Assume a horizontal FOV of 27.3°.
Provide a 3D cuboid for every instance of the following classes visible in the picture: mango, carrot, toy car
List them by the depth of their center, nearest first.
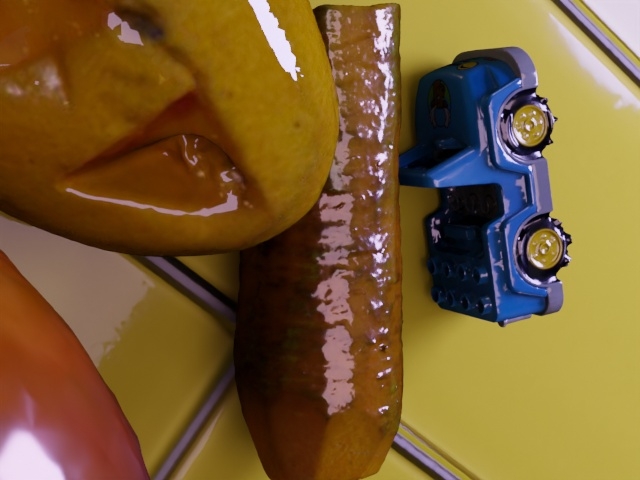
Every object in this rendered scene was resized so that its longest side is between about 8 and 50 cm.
[{"bbox_3d":[-0.134,-0.139,0.712,0.253,0.182,0.365,-39,112,14],"label":"mango"},{"bbox_3d":[0.000,0.000,0.841,0.114,0.114,0.302,-1,93,-25],"label":"carrot"},{"bbox_3d":[0.099,-0.030,0.891,0.100,0.097,0.191,-11,99,-23],"label":"toy car"}]

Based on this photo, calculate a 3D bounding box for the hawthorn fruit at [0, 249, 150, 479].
[{"bbox_3d":[-0.306,0.145,0.541,0.471,0.472,0.472,-2,96,-25],"label":"hawthorn fruit"}]
